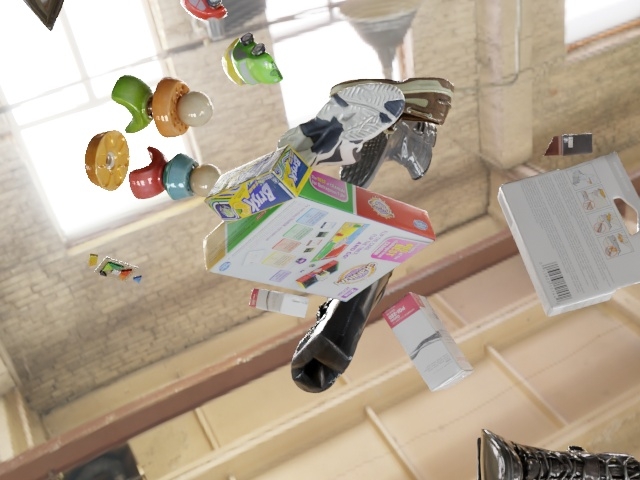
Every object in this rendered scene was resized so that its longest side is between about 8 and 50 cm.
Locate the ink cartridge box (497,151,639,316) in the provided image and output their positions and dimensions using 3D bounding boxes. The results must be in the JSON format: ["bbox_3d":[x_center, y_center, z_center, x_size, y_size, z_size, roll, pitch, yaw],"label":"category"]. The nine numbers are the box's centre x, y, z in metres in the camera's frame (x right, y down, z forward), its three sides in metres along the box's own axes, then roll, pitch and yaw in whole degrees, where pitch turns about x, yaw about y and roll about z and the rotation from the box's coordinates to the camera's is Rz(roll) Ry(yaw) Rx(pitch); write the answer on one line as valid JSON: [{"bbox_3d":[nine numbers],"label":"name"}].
[{"bbox_3d":[0.549,-0.016,1.528,0.261,0.066,0.296,-16,-114,0],"label":"ink cartridge box"}]

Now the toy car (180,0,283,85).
[{"bbox_3d":[-0.128,-0.292,1.103,0.053,0.239,0.225,-37,-135,-3],"label":"toy car"}]

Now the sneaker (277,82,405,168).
[{"bbox_3d":[0.054,-0.194,1.256,0.235,0.094,0.153,-33,174,23],"label":"sneaker"}]

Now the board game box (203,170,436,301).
[{"bbox_3d":[0.000,0.000,1.231,0.242,0.317,0.064,-38,-129,36],"label":"board game box"}]

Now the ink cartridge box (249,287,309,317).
[{"bbox_3d":[-0.114,0.170,1.990,0.099,0.056,0.135,17,172,-42],"label":"ink cartridge box"}]

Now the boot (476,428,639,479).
[{"bbox_3d":[0.340,0.317,1.023,0.229,0.263,0.091,1,-102,9],"label":"boot"}]

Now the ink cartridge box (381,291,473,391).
[{"bbox_3d":[0.254,0.239,1.705,0.092,0.158,0.218,-38,-110,12],"label":"ink cartridge box"}]

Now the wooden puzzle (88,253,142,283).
[{"bbox_3d":[-0.405,0.060,1.434,0.116,0.078,0.014,17,-125,-24],"label":"wooden puzzle"}]

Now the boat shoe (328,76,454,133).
[{"bbox_3d":[0.122,-0.251,1.371,0.257,0.095,0.095,4,175,36],"label":"boat shoe"}]

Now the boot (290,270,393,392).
[{"bbox_3d":[0.057,0.194,1.755,0.146,0.367,0.445,20,-135,5],"label":"boot"}]

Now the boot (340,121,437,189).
[{"bbox_3d":[0.193,-0.216,1.843,0.118,0.223,0.338,3,-120,47],"label":"boot"}]

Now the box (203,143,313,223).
[{"bbox_3d":[-0.091,-0.077,1.034,0.169,0.054,0.059,-17,-145,47],"label":"box"}]

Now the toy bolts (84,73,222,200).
[{"bbox_3d":[-0.263,-0.139,1.233,0.159,0.228,0.218,8,-126,15],"label":"toy bolts"}]

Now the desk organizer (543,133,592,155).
[{"bbox_3d":[0.562,-0.217,1.651,0.130,0.047,0.050,-9,-172,-40],"label":"desk organizer"}]

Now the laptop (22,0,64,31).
[{"bbox_3d":[-0.412,-0.601,1.036,0.382,0.236,0.407,-26,-129,55],"label":"laptop"}]
